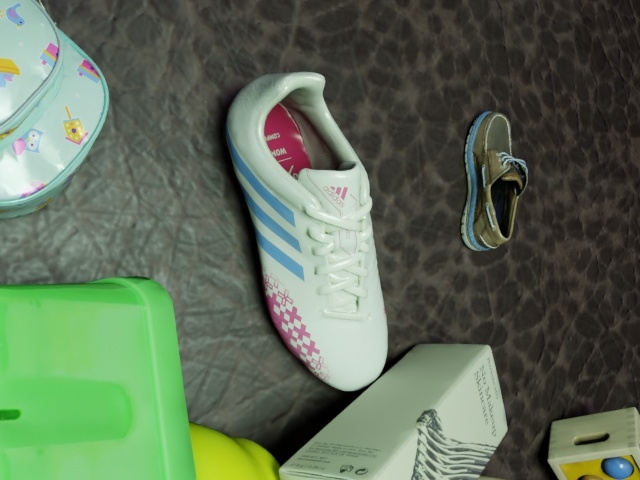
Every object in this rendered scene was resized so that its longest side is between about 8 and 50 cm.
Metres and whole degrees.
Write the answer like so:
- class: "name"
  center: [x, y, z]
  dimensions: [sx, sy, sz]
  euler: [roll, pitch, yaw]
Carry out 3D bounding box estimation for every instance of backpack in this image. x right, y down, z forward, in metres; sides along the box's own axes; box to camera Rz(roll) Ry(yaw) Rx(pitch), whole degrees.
- class: "backpack"
  center: [-0.256, -0.110, 0.448]
  dimensions: [0.188, 0.144, 0.165]
  euler: [39, 62, -25]

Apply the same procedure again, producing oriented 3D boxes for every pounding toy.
- class: "pounding toy"
  center: [0.357, 0.307, 0.779]
  dimensions: [0.130, 0.141, 0.100]
  euler: [58, 34, -13]

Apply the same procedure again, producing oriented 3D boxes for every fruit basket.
- class: "fruit basket"
  center: [-0.175, 0.218, 0.422]
  dimensions: [0.283, 0.392, 0.391]
  euler: [-13, 92, 2]

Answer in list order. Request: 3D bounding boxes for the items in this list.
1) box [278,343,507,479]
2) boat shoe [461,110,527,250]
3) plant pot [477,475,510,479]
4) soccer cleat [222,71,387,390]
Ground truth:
- class: "box"
  center: [0.086, 0.199, 0.585]
  dimensions: [0.275, 0.094, 0.113]
  euler: [-26, 105, -53]
- class: "boat shoe"
  center: [0.225, -0.078, 0.766]
  dimensions: [0.066, 0.066, 0.183]
  euler: [9, 81, -30]
- class: "plant pot"
  center: [0.169, 0.412, 0.606]
  dimensions: [0.263, 0.263, 0.229]
  euler: [-36, 121, -28]
- class: "soccer cleat"
  center: [0.000, 0.000, 0.584]
  dimensions: [0.116, 0.143, 0.331]
  euler: [-25, 99, -29]
